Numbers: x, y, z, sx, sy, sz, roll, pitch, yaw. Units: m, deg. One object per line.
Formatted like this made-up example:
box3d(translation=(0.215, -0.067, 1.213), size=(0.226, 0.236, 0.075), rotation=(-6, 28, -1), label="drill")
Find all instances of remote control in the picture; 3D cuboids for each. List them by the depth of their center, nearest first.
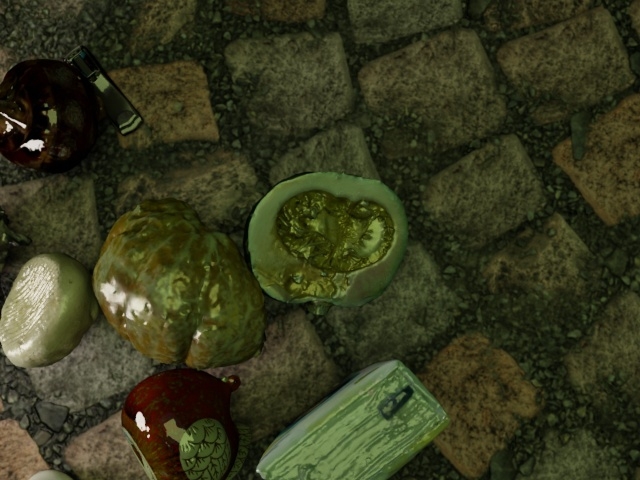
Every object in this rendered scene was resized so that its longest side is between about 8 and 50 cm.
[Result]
box3d(translation=(-0.440, -0.304, 1.750), size=(0.059, 0.028, 0.212), rotation=(-39, 84, -7), label="remote control")

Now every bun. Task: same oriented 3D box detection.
box3d(translation=(-0.499, 0.131, 1.626), size=(0.231, 0.133, 0.230), rotation=(-20, 59, 37), label="bun")

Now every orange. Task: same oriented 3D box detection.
box3d(translation=(-0.275, 0.084, 1.551), size=(0.369, 0.210, 0.270), rotation=(34, 114, 28), label="orange")

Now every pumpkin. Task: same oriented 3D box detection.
box3d(translation=(0.000, 0.000, 1.638), size=(0.293, 0.197, 0.263), rotation=(10, 91, -8), label="pumpkin")

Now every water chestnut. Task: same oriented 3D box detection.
box3d(translation=(-0.534, -0.232, 1.645), size=(0.224, 0.238, 0.223), rotation=(1, 92, 41), label="water chestnut")

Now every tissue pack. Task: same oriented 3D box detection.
box3d(translation=(0.049, 0.339, 1.491), size=(0.287, 0.388, 0.162), rotation=(-37, 83, -6), label="tissue pack")

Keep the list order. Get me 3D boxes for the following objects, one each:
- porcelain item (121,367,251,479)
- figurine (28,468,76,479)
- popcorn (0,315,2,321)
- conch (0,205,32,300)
box3d(translation=(-0.230, 0.333, 1.572), size=(0.253, 0.253, 0.252), rotation=(0, 82, -1), label="porcelain item")
box3d(translation=(-0.475, 0.541, 1.565), size=(0.250, 0.141, 0.166), rotation=(43, 94, 7), label="figurine")
box3d(translation=(-0.651, 0.165, 1.667), size=(0.082, 0.057, 0.083), rotation=(31, 79, -4), label="popcorn")
box3d(translation=(-0.702, 0.020, 1.595), size=(0.313, 0.240, 0.186), rotation=(-18, 57, -7), label="conch")
